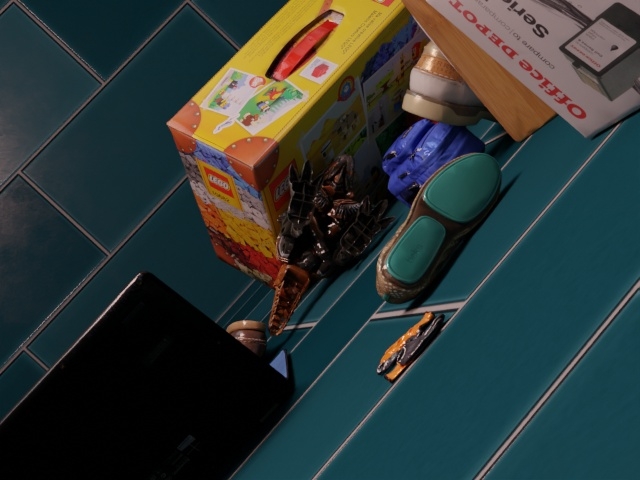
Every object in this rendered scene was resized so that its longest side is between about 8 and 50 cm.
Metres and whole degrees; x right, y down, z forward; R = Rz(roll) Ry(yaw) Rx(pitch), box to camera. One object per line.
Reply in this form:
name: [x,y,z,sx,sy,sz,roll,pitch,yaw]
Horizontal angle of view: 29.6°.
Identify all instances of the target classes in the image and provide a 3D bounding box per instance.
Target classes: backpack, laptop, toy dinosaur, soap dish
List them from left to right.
laptop: [-0.241,0.230,1.458,0.382,0.408,0.236,-47,38,0]
toy dinosaur: [0.000,0.000,1.859,0.218,0.164,0.322,128,146,-61]
backpack: [0.143,-0.101,1.550,0.098,0.101,0.120,-57,12,-29]
soap dish: [0.265,-0.294,1.398,0.291,0.229,0.118,-48,21,-12]

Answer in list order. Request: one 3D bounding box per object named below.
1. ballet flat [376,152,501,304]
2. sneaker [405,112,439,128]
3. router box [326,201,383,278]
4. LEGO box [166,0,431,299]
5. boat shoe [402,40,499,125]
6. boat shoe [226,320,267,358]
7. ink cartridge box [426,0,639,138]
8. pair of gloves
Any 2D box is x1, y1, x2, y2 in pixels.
ballet flat: [0.115,-0.012,1.243,0.206,0.073,0.067,-46,-11,-32]
sneaker: [0.251,-0.249,2.056,0.221,0.087,0.128,-26,10,43]
router box: [0.044,-0.002,1.978,0.122,0.038,0.092,-45,6,19]
LEGO box: [0.003,-0.208,2.102,0.500,0.193,0.372,-49,-30,-24]
boat shoe: [0.197,-0.212,1.560,0.302,0.113,0.103,-26,-47,-68]
boat shoe: [-0.126,0.173,1.843,0.207,0.073,0.073,128,144,-73]
ink cartridge box: [0.245,-0.229,0.999,0.121,0.211,0.289,-52,5,-23]
pair of gloves: [0.077,0.090,1.054,0.074,0.010,0.083,-47,5,-4]
